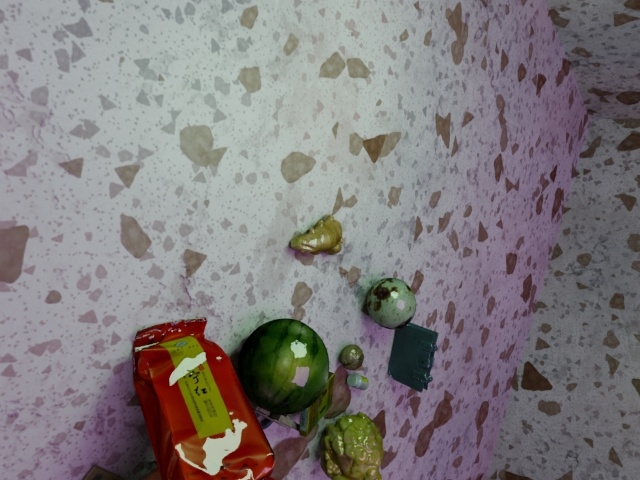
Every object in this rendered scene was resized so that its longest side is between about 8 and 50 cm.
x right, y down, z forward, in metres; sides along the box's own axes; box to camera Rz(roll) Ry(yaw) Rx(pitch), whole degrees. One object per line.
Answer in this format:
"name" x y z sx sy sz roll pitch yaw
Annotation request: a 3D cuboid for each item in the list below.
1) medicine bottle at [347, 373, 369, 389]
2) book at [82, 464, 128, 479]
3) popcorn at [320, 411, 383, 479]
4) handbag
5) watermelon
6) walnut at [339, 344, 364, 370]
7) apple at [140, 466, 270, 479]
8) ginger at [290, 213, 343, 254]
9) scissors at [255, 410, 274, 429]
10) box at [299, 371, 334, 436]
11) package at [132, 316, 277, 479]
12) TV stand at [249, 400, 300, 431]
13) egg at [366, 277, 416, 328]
"medicine bottle" 0.134 0.502 1.580 0.083 0.047 0.047 34 75 -45
"book" -0.495 0.614 0.998 0.168 0.013 0.192 -53 131 -22
"popcorn" 0.104 0.705 1.483 0.259 0.212 0.259 9 90 -86
"handbag" 0.358 0.441 1.700 0.062 0.179 0.229 4 98 -46
"watermelon" -0.096 0.328 1.172 0.242 0.242 0.242 -13 108 -43
"walnut" 0.107 0.395 1.507 0.092 0.092 0.092 -13 108 -43
"apple" -0.245 0.657 0.978 0.346 0.392 0.391 -28 119 -48
"ginger" 0.008 -0.012 1.309 0.205 0.081 0.115 1 130 -54
"scissors" -0.223 0.540 1.233 0.289 0.041 0.138 -42 134 -31
"box" -0.008 0.509 1.401 0.193 0.030 0.121 -23 121 -64
"package" -0.261 0.354 0.941 0.196 0.423 0.123 -2 130 -39
"TV stand" -0.126 0.504 1.283 0.249 0.036 0.042 51 54 -46
"egg" 0.249 0.226 1.548 0.169 0.169 0.231 -55 146 -21
